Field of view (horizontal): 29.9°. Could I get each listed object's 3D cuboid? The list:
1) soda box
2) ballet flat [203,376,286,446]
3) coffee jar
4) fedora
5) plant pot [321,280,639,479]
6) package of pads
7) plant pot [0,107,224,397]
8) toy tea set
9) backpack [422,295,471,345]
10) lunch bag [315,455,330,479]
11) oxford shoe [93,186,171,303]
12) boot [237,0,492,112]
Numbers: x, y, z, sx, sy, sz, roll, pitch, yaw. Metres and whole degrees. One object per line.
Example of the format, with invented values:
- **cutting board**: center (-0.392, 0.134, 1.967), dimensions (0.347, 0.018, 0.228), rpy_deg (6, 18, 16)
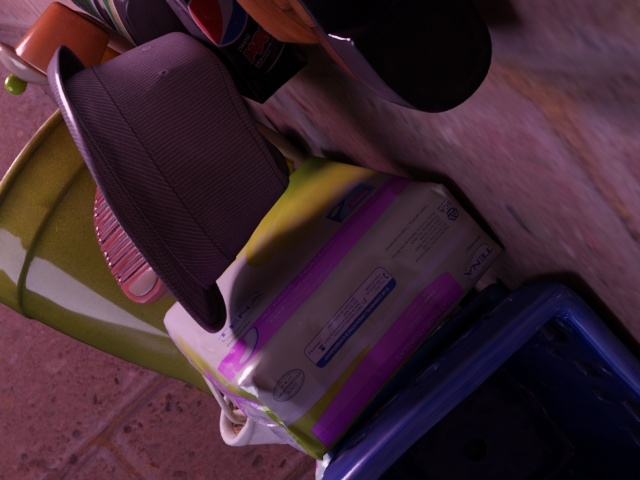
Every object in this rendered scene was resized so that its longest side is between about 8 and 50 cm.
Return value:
- **soda box**: center (-0.084, -0.189, 0.941), dimensions (0.169, 0.053, 0.060), rpy_deg (52, 170, -30)
- **ballet flat**: center (-0.094, 0.078, 1.394), dimensions (0.139, 0.139, 0.400), rpy_deg (33, 138, 54)
- **coffee jar**: center (-0.170, -0.229, 1.073), dimensions (0.184, 0.079, 0.096), rpy_deg (39, 162, 44)
- **fedora**: center (-0.105, -0.070, 0.957), dimensions (0.244, 0.124, 0.275), rpy_deg (56, 180, -34)
- **plant pot**: center (0.146, 0.177, 0.932), dimensions (0.236, 0.236, 0.212), rpy_deg (48, 177, -8)
- **package of pads**: center (-0.007, 0.047, 1.024), dimensions (0.101, 0.229, 0.296), rpy_deg (45, 172, -19)
- **plant pot**: center (-0.212, 0.022, 1.616), dimensions (0.353, 0.366, 0.366), rpy_deg (34, 168, 10)
- **toy tea set**: center (-0.181, -0.119, 1.180), dimensions (0.336, 0.124, 0.200), rpy_deg (28, -173, -37)
- **backpack**: center (0.105, 0.104, 1.134), dimensions (0.182, 0.115, 0.152), rpy_deg (45, 168, -9)
- **lunch bag**: center (0.092, 0.233, 1.236), dimensions (0.262, 0.160, 0.223), rpy_deg (39, -149, -22)
- **oxford shoe**: center (-0.186, -0.078, 1.400), dimensions (0.130, 0.123, 0.348), rpy_deg (20, -132, -42)
- **boot**: center (-0.035, -0.204, 0.676), dimensions (0.264, 0.096, 0.280), rpy_deg (43, -179, -27)
